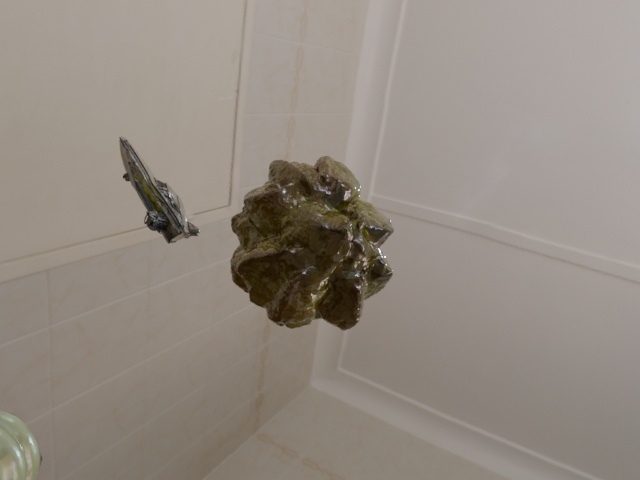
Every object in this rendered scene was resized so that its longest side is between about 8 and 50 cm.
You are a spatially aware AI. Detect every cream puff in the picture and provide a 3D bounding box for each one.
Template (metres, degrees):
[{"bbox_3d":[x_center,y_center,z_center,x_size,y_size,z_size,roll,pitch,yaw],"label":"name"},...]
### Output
[{"bbox_3d":[-0.007,0.006,0.711,0.245,0.196,0.243,-4,-68,-11],"label":"cream puff"}]

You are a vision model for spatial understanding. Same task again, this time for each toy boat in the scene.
[{"bbox_3d":[-0.280,-0.084,0.846,0.066,0.084,0.210,-31,-92,-5],"label":"toy boat"}]

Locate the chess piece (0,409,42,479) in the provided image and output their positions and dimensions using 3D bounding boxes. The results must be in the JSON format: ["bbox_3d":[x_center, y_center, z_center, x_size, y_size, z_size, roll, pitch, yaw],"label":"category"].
[{"bbox_3d":[-0.520,0.353,0.679,0.182,0.183,0.330,67,-13,-1],"label":"chess piece"}]
